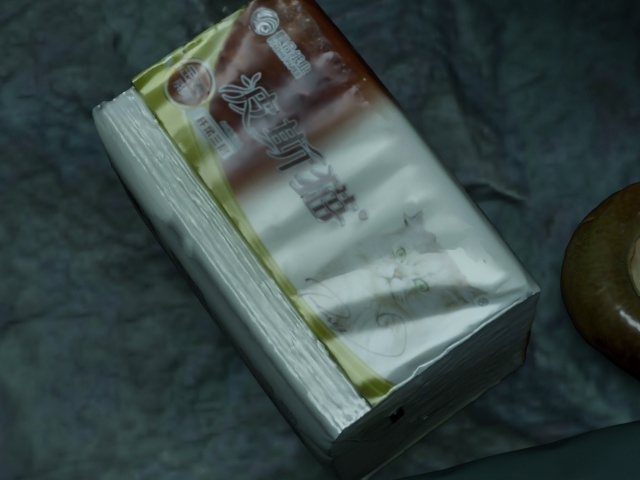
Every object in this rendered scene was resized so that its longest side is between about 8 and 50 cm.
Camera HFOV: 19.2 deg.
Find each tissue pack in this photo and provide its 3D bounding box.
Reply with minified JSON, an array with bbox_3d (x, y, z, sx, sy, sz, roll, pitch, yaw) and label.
[{"bbox_3d":[0.001,0.000,0.695,0.099,0.106,0.149,-35,74,-6],"label":"tissue pack"}]

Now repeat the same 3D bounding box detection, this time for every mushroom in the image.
[{"bbox_3d":[0.156,0.010,0.692,0.129,0.073,0.088,-26,52,32],"label":"mushroom"}]

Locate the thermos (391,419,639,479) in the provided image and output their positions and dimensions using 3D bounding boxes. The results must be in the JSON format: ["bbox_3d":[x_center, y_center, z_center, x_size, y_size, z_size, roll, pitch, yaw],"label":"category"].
[{"bbox_3d":[0.038,0.164,0.631,0.286,0.145,0.182,-15,99,2],"label":"thermos"}]
